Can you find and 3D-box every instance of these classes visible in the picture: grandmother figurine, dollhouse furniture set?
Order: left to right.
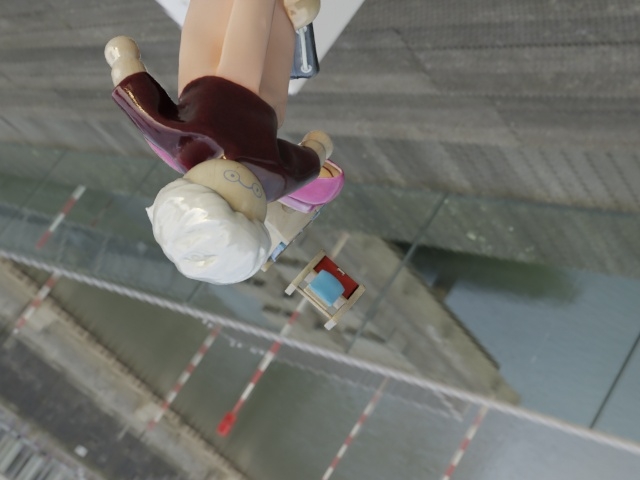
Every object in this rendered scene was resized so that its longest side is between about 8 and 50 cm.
[{"bbox_3d":[-0.076,-0.106,0.858,0.208,0.342,0.104,16,136,-16],"label":"grandmother figurine"},{"bbox_3d":[0.000,0.000,1.448,0.184,0.129,0.129,42,154,0],"label":"dollhouse furniture set"}]

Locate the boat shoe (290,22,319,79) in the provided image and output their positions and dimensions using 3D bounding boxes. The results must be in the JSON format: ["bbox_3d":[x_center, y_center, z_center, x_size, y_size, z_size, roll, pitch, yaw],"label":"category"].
[{"bbox_3d":[-0.040,-0.293,1.023,0.091,0.114,0.302,1,131,0],"label":"boat shoe"}]

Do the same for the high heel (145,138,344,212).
[{"bbox_3d":[-0.091,-0.104,1.236,0.244,0.082,0.117,30,157,-8],"label":"high heel"}]
